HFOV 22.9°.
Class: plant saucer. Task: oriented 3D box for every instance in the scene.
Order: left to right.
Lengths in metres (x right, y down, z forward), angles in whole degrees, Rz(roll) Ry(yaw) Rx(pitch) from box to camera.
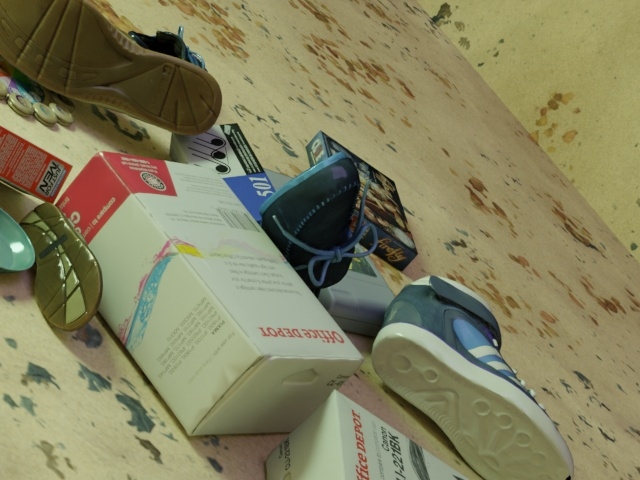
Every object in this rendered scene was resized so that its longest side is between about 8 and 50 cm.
[{"bbox_3d":[-0.343,-0.005,1.591,0.119,0.021,0.119,37,19,-16],"label":"plant saucer"}]

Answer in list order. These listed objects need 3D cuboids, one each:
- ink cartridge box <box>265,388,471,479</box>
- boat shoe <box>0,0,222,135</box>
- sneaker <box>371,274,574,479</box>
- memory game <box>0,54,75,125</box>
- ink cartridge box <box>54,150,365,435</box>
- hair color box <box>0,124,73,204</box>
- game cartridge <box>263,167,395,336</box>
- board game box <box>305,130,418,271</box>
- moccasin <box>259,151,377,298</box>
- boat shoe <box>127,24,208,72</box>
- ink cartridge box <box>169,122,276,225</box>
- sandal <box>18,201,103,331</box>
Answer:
[{"bbox_3d":[0.085,0.304,1.613,0.273,0.114,0.197,34,20,-19],"label":"ink cartridge box"},{"bbox_3d":[-0.296,-0.232,2.049,0.342,0.123,0.123,22,-6,-25],"label":"boat shoe"},{"bbox_3d":[0.226,0.175,2.100,0.323,0.130,0.236,39,32,1],"label":"sneaker"},{"bbox_3d":[-0.383,-0.209,1.976,0.186,0.012,0.186,37,19,-15],"label":"memory game"},{"bbox_3d":[-0.128,0.057,1.712,0.306,0.131,0.226,52,20,24],"label":"ink cartridge box"},{"bbox_3d":[-0.357,-0.102,1.677,0.167,0.053,0.093,32,-7,-31],"label":"hair color box"},{"bbox_3d":[-0.012,0.009,2.178,0.196,0.060,0.294,21,28,-56],"label":"game cartridge"},{"bbox_3d":[0.063,-0.066,2.502,0.165,0.042,0.243,33,20,-23],"label":"board game box"},{"bbox_3d":[0.000,0.000,1.874,0.117,0.137,0.342,59,-16,12],"label":"moccasin"},{"bbox_3d":[-0.220,-0.254,2.280,0.109,0.089,0.258,45,19,8],"label":"boat shoe"},{"bbox_3d":[-0.122,-0.074,2.079,0.097,0.046,0.207,-8,43,-22],"label":"ink cartridge box"},{"bbox_3d":[-0.262,0.029,1.627,0.049,0.072,0.180,54,1,-45],"label":"sandal"}]
